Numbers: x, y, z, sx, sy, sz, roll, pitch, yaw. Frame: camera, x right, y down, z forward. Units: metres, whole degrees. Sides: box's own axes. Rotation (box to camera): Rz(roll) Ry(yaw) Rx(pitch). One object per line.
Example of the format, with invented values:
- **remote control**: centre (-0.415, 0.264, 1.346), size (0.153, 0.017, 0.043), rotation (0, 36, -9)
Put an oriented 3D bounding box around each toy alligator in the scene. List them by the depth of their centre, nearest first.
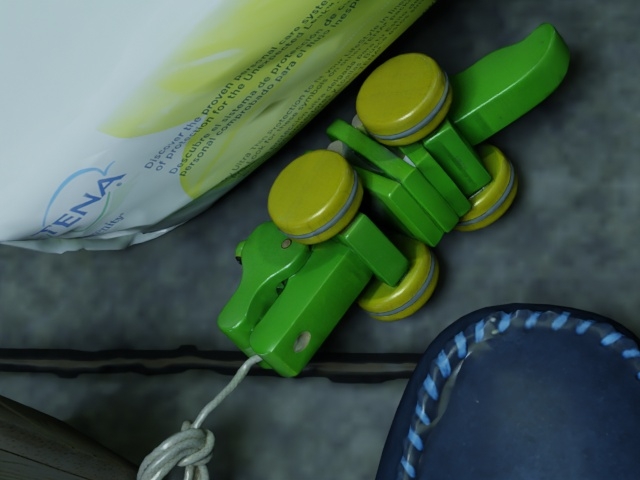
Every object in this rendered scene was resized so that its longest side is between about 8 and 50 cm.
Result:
- **toy alligator**: centre (0.000, 0.000, 0.507), size (0.189, 0.056, 0.051), rotation (-48, 40, -4)

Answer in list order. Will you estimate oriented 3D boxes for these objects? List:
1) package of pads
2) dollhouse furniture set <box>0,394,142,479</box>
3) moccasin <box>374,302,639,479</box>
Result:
- **package of pads**: centre (-0.031, -0.161, 0.483), size (0.296, 0.101, 0.229), rotation (-40, 70, 25)
- **dollhouse furniture set**: centre (-0.189, 0.045, 0.473), size (0.242, 0.161, 0.212), rotation (27, 82, 16)
- **moccasin**: centre (0.068, 0.178, 0.412), size (0.138, 0.117, 0.342), rotation (-6, 75, 9)
